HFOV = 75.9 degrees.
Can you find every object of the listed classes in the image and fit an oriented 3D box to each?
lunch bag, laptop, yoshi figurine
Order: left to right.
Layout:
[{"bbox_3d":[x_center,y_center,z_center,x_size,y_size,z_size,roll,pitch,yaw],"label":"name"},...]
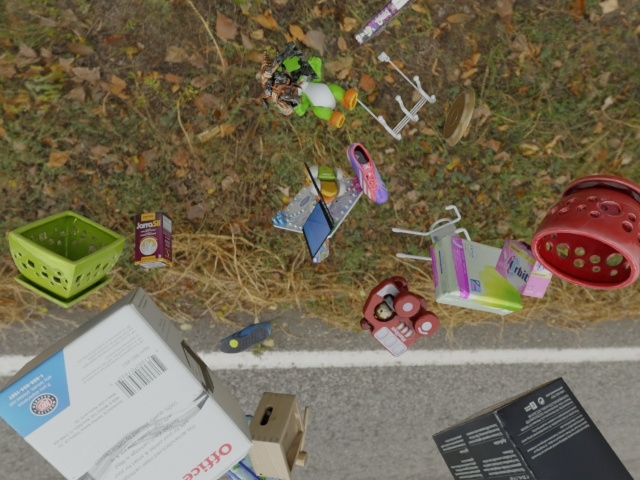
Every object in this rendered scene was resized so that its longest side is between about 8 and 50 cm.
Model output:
[{"bbox_3d":[-0.196,0.661,1.244,0.219,0.176,0.090,31,145,20],"label":"lunch bag"},{"bbox_3d":[-0.043,-0.113,1.518,0.137,0.234,0.264,-25,124,2],"label":"laptop"},{"bbox_3d":[-0.043,-0.611,1.628,0.362,0.203,0.203,33,139,7],"label":"yoshi figurine"}]

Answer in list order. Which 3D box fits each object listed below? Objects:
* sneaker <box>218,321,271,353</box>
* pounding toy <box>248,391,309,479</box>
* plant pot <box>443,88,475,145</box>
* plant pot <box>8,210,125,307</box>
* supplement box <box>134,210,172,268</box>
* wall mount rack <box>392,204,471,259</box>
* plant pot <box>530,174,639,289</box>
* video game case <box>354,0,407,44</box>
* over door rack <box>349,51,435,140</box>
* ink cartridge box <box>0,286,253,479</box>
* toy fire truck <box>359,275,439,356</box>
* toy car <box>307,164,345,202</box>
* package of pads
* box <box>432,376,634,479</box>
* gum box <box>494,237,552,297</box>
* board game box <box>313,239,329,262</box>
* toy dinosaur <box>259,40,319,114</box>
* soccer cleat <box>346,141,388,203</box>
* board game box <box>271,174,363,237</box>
[{"bbox_3d":[-0.281,0.362,1.544,0.210,0.082,0.069,-23,104,5],"label":"sneaker"},{"bbox_3d":[-0.092,0.457,0.964,0.094,0.181,0.205,-1,119,16],"label":"pounding toy"},{"bbox_3d":[0.566,-0.511,1.699,0.033,0.236,0.236,14,129,-6],"label":"plant pot"},{"bbox_3d":[-0.793,0.065,1.286,0.228,0.227,0.207,27,116,4],"label":"plant pot"},{"bbox_3d":[-0.600,-0.001,1.476,0.104,0.188,0.081,-8,164,3],"label":"supplement box"},{"bbox_3d":[0.492,-0.016,1.832,0.304,0.350,0.130,-27,118,20],"label":"wall mount rack"},{"bbox_3d":[0.558,-0.021,0.834,0.174,0.191,0.191,-51,135,-21],"label":"plant pot"},{"bbox_3d":[0.236,-0.778,1.410,0.210,0.232,0.041,-32,105,36],"label":"video game case"},{"bbox_3d":[0.297,-0.625,1.761,0.324,0.108,0.239,43,94,5],"label":"over door rack"},{"bbox_3d":[-0.291,0.267,0.655,0.223,0.129,0.307,-36,105,-10],"label":"ink cartridge box"},{"bbox_3d":[0.295,0.302,1.614,0.254,0.169,0.302,-43,111,10],"label":"toy fire truck"},{"bbox_3d":[0.020,-0.249,1.860,0.159,0.181,0.136,1,145,-16],"label":"toy car"},{"bbox_3d":[0.527,0.116,1.404,0.297,0.229,0.101,13,148,-17],"label":"package of pads"},{"bbox_3d":[0.438,0.501,0.849,0.179,0.312,0.343,-17,152,-18],"label":"box"},{"bbox_3d":[0.583,0.073,1.182,0.062,0.188,0.107,11,108,-6],"label":"gum box"},{"bbox_3d":[0.000,0.000,2.113,0.035,0.136,0.201,2,104,24],"label":"board game box"},{"bbox_3d":[-0.145,-0.589,1.464,0.218,0.321,0.164,-37,168,13],"label":"toy dinosaur"},{"bbox_3d":[0.224,-0.315,1.929,0.109,0.116,0.318,-29,94,-2],"label":"soccer cleat"},{"bbox_3d":[-0.008,-0.198,2.060,0.390,0.389,0.050,13,147,41],"label":"board game box"}]
